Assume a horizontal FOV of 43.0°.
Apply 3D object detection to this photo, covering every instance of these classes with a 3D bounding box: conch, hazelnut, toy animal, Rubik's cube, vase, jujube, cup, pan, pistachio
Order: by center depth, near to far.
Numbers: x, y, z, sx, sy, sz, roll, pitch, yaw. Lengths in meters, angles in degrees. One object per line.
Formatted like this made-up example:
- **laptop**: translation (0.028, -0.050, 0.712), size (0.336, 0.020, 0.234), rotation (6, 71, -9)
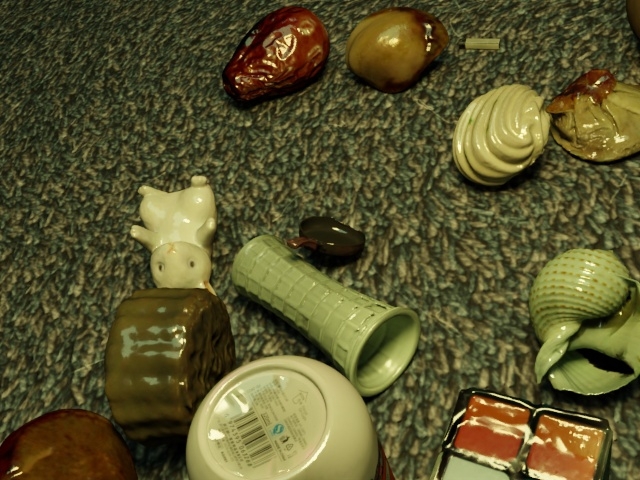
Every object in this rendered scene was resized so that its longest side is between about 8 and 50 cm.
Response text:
- **cup**: translation (-0.023, 0.283, 0.935), size (0.212, 0.317, 0.212), rotation (-9, 48, 10)
- **Rubik's cube**: translation (0.231, 0.300, 0.947), size (0.183, 0.167, 0.180), rotation (8, 53, 24)
- **hazelnut**: translation (-0.344, 0.348, 1.075), size (0.218, 0.218, 0.234), rotation (0, 31, 17)
- **conch**: translation (0.362, 0.109, 1.108), size (0.172, 0.131, 0.200), rotation (28, 101, 10)
- **vase**: translation (-0.004, 0.096, 1.226), size (0.143, 0.143, 0.299), rotation (-41, 49, -20)
- **pan**: translation (-0.001, 0.003, 1.301), size (0.115, 0.040, 0.212), rotation (20, 17, 20)
- **toy animal**: translation (-0.234, 0.021, 1.356), size (0.141, 0.138, 0.282), rotation (-8, 49, 4)
- **pistachio**: translation (0.152, -0.379, 1.610), size (0.210, 0.165, 0.130), rotation (-12, 7, 22)
- **jujube**: translation (-0.094, -0.372, 1.658), size (0.236, 0.168, 0.168), rotation (-36, 49, -8)

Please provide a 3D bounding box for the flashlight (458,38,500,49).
- **flashlight**: translation (0.322, -0.399, 1.647), size (0.083, 0.018, 0.018), rotation (6, 53, 22)

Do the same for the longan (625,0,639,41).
- **longan**: translation (0.679, -0.413, 1.391), size (0.297, 0.297, 0.297), rotation (-8, 47, 9)

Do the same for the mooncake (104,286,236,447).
- **mooncake**: translation (-0.198, 0.177, 1.146), size (0.124, 0.228, 0.228), rotation (-6, 48, 15)

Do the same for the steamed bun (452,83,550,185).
- **steamed bun**: translation (0.296, -0.184, 1.359), size (0.183, 0.106, 0.183), rotation (-43, 28, 30)

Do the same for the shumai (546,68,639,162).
- **shumai**: translation (0.479, -0.236, 1.388), size (0.201, 0.120, 0.201), rotation (-11, 46, 11)
